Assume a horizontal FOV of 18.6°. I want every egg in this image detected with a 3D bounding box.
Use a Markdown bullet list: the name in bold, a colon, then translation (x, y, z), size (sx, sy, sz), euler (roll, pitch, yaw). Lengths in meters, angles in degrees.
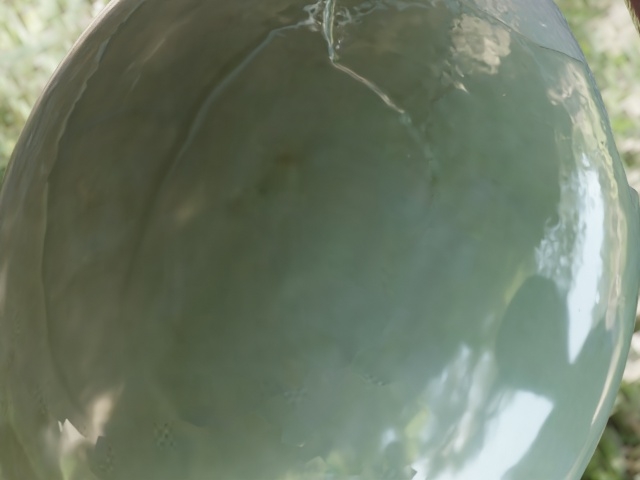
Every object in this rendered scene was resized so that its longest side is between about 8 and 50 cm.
- **egg**: translation (0.000, 0.000, 0.847), size (0.278, 0.336, 0.278), euler (10, 158, 4)

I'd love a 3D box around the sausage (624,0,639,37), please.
- **sausage**: translation (0.217, -0.143, 1.149), size (0.076, 0.076, 0.141), euler (-32, -146, 13)
